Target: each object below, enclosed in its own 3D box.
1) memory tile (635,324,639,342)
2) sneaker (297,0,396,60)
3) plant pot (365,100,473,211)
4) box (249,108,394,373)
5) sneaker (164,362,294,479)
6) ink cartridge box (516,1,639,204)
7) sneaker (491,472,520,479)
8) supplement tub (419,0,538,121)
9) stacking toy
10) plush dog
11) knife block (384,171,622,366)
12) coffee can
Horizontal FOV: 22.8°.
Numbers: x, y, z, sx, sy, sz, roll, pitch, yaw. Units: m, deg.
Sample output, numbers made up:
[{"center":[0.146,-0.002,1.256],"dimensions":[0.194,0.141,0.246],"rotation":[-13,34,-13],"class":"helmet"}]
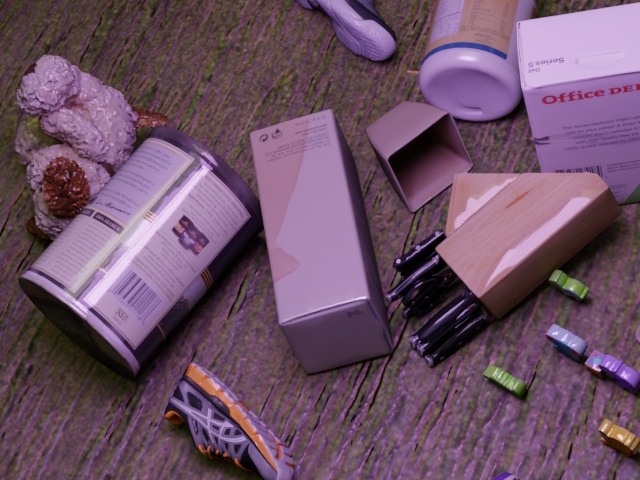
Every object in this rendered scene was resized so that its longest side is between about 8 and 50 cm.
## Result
[{"center":[0.472,0.108,1.933],"dimensions":[0.148,0.012,0.113],"rotation":[25,67,30],"class":"memory tile"},{"center":[0.058,-0.380,2.328],"dimensions":[0.153,0.101,0.268],"rotation":[-39,52,-7],"class":"sneaker"},{"center":[0.123,-0.125,2.144],"dimensions":[0.109,0.109,0.096],"rotation":[-37,42,-9],"class":"plant pot"},{"center":[0.000,0.000,2.069],"dimensions":[0.121,0.148,0.311],"rotation":[-15,53,7],"class":"box"},{"center":[-0.114,0.245,1.987],"dimensions":[0.083,0.084,0.215],"rotation":[-49,53,-1],"class":"sneaker"},{"center":[0.364,-0.164,1.986],"dimensions":[0.198,0.273,0.115],"rotation":[-8,55,12],"class":"ink cartridge box"},{"center":[0.157,0.317,1.858],"dimensions":[0.170,0.068,0.071],"rotation":[-30,48,-4],"class":"sneaker"},{"center":[0.221,-0.281,2.187],"dimensions":[0.144,0.144,0.200],"rotation":[3,58,19],"class":"supplement tub"},{"center":[0.329,0.142,1.920],"dimensions":[0.221,0.052,0.167],"rotation":[28,74,31],"class":"stacking toy"},{"center":[-0.338,-0.101,2.215],"dimensions":[0.210,0.262,0.225],"rotation":[15,68,-7],"class":"plush dog"},{"center":[0.225,0.040,1.987],"dimensions":[0.275,0.088,0.242],"rotation":[1,70,24],"class":"knife block"},{"center":[-0.233,0.014,2.093],"dimensions":[0.201,0.201,0.275],"rotation":[30,70,31],"class":"coffee can"}]
